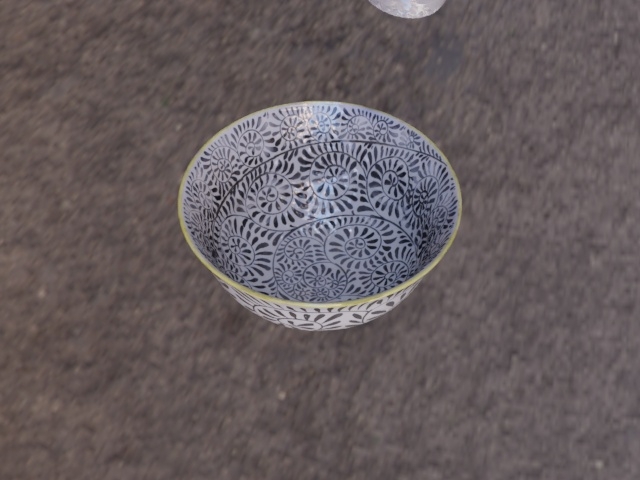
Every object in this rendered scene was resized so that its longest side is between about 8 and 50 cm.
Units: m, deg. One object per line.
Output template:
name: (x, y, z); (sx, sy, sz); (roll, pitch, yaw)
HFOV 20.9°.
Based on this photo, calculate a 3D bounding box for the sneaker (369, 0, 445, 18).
sneaker: (0.082, -0.314, 1.360); (0.101, 0.269, 0.153); (10, 150, 0)

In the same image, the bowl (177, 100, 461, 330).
bowl: (0.000, 0.000, 1.065); (0.170, 0.170, 0.080); (7, 139, 7)
